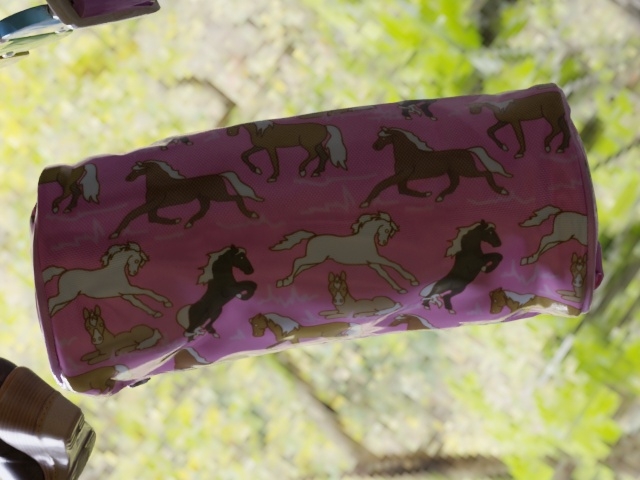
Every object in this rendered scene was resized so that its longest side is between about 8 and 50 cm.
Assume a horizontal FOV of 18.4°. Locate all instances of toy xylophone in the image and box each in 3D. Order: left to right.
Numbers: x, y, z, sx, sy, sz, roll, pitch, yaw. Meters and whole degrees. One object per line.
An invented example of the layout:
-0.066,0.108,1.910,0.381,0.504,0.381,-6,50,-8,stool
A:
-0.284,-0.131,1.350,0.323,0.236,0.081,-20,92,37,toy xylophone

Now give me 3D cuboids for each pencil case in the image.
0.000,0.000,1.335,0.386,0.160,0.167,-10,162,-1,pencil case

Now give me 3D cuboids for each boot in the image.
-0.321,0.166,1.868,0.207,0.090,0.248,23,152,5,boot
